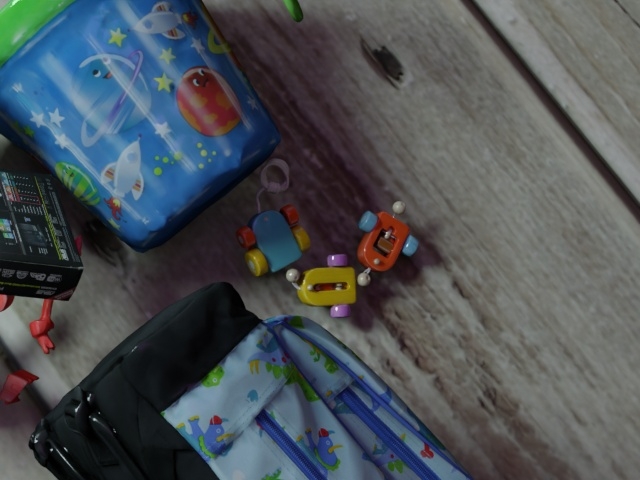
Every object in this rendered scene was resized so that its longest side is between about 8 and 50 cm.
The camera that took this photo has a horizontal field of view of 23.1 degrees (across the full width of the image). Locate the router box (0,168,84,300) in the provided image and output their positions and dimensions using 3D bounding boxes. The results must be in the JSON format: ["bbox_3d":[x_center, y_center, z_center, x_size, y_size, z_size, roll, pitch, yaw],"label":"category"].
[{"bbox_3d":[-0.250,-0.008,1.250,0.092,0.038,0.122,8,37,-32],"label":"router box"}]

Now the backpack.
[{"bbox_3d":[-0.020,0.214,1.228,0.273,0.290,0.355,-31,83,-32],"label":"backpack"}]

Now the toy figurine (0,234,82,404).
[{"bbox_3d":[-0.389,0.007,1.234,0.362,0.217,0.191,29,93,3],"label":"toy figurine"}]

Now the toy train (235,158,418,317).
[{"bbox_3d":[0.000,0.000,1.420,0.166,0.046,0.125,26,76,-19],"label":"toy train"}]

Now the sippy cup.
[{"bbox_3d":[-0.163,-0.121,1.368,0.224,0.305,0.240,52,42,0],"label":"sippy cup"}]
